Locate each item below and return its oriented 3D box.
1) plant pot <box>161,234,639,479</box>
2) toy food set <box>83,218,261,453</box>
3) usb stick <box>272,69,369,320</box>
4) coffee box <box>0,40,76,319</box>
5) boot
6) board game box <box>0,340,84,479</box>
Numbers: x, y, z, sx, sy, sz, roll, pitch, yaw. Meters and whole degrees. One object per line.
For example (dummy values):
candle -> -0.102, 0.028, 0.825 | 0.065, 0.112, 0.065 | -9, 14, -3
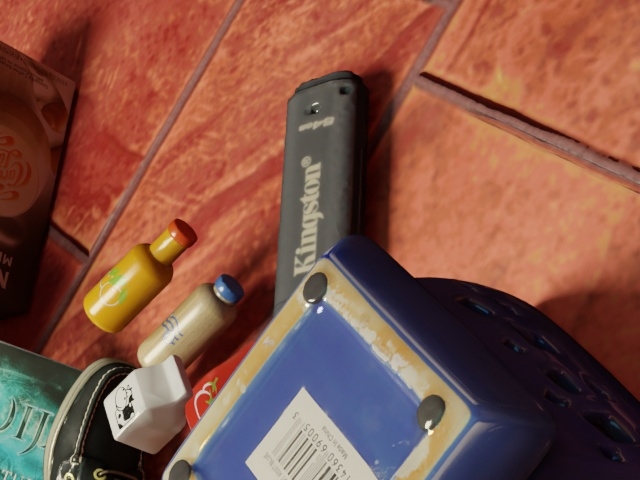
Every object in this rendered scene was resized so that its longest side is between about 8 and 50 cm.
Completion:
plant pot -> 0.058, 0.150, 0.866 | 0.236, 0.212, 0.236 | -53, 42, 8
toy food set -> -0.087, 0.099, 1.112 | 0.104, 0.111, 0.232 | -45, 42, 18
usb stick -> 0.000, 0.000, 1.130 | 0.077, 0.045, 0.278 | -19, 56, 38
coffee box -> -0.333, -0.059, 1.424 | 0.098, 0.141, 0.247 | -12, 62, 41
boot -> -0.140, 0.214, 1.115 | 0.178, 0.085, 0.236 | 7, 81, 52
board game box -> -0.252, 0.149, 1.212 | 0.026, 0.186, 0.126 | 137, 153, -79
